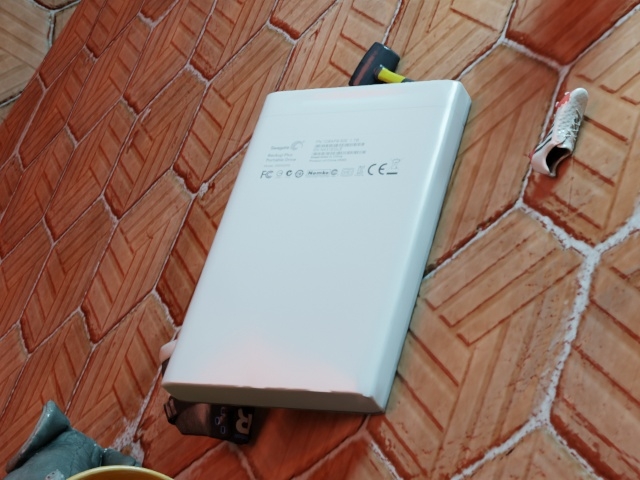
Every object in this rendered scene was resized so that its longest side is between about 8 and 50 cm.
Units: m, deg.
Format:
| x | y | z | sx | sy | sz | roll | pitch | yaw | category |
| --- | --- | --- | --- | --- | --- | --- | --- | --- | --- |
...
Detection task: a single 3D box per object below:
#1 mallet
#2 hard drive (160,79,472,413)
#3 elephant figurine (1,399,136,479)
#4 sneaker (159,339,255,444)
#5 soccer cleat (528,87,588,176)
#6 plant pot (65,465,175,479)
| x | y | z | sx | sy | sz | roll | pitch | yaw | category |
| --- | --- | --- | --- | --- | --- | --- | --- | --- | --- |
| 0.084 | -0.164 | 1.644 | 0.062 | 0.039 | 0.190 | -54 | 28 | 8 | mallet |
| 0.000 | 0.000 | 1.486 | 0.233 | 0.047 | 0.353 | 0 | 57 | 31 | hard drive |
| -0.303 | 0.272 | 1.750 | 0.186 | 0.169 | 0.239 | -10 | 30 | 23 | elephant figurine |
| -0.065 | 0.143 | 1.540 | 0.216 | 0.079 | 0.121 | -21 | 69 | 31 | sneaker |
| 0.214 | -0.094 | 1.322 | 0.083 | 0.029 | 0.035 | -58 | 33 | 9 | soccer cleat |
| -0.208 | 0.343 | 1.441 | 0.188 | 0.205 | 0.205 | 127 | 161 | -54 | plant pot |
